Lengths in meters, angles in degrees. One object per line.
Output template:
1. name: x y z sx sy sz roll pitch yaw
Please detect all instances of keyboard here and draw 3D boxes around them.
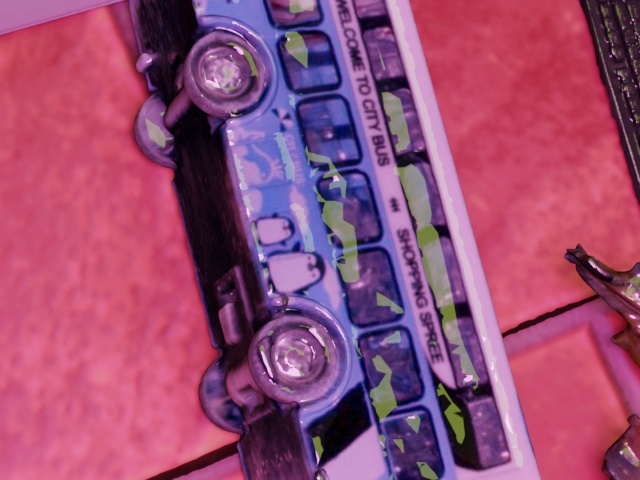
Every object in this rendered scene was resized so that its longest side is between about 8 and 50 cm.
1. keyboard: 0.187 -0.103 1.027 0.074 0.015 0.196 -9 77 -21

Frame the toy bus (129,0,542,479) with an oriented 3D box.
1. toy bus: 0.000 0.000 0.887 0.131 0.106 0.297 -9 78 -23

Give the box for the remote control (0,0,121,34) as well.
1. remote control: -0.205 -0.145 0.888 0.313 0.055 0.109 -19 81 -23

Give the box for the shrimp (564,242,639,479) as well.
1. shrimp: 0.207 0.109 0.949 0.254 0.059 0.145 29 77 -13
